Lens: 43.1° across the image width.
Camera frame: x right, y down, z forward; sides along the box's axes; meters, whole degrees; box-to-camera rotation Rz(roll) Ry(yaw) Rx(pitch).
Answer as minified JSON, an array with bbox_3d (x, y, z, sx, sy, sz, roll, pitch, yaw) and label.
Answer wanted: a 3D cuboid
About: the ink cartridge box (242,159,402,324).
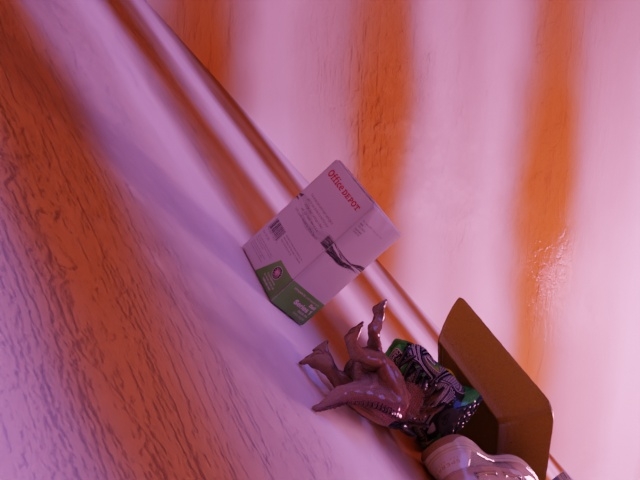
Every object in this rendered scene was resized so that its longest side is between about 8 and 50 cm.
[{"bbox_3d":[0.000,0.000,1.299,0.092,0.219,0.160,43,9,-39],"label":"ink cartridge box"}]

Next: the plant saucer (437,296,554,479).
[{"bbox_3d":[0.316,0.335,1.582,0.333,0.080,0.333,-124,-158,-50],"label":"plant saucer"}]

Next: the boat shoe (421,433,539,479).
[{"bbox_3d":[0.278,0.406,1.318,0.302,0.109,0.098,35,19,-41],"label":"boat shoe"}]

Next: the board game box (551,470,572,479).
[{"bbox_3d":[0.457,0.543,1.537,0.035,0.136,0.201,47,6,-17],"label":"board game box"}]

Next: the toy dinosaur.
[{"bbox_3d":[0.085,0.209,1.127,0.200,0.127,0.295,56,13,3],"label":"toy dinosaur"}]

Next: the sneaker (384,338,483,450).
[{"bbox_3d":[0.173,0.265,1.426,0.146,0.134,0.343,41,-1,-7],"label":"sneaker"}]
